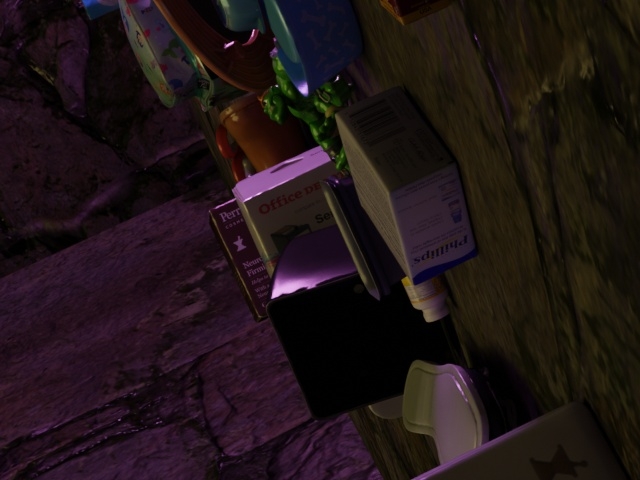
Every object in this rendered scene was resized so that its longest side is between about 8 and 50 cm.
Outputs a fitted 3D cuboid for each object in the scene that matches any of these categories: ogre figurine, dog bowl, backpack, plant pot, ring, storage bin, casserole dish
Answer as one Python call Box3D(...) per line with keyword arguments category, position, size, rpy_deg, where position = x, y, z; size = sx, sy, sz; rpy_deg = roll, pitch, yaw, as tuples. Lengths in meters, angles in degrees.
Box3D(category="ogre figurine", position=(-0.002, -0.152, 1.777), size=(0.118, 0.097, 0.197), rpy_deg=(46, -170, 23))
Box3D(category="dog bowl", position=(-0.045, -0.290, 1.653), size=(0.297, 0.074, 0.166), rpy_deg=(62, 174, 22))
Box3D(category="backpack", position=(-0.178, -0.302, 2.319), size=(0.225, 0.191, 0.253), rpy_deg=(63, 179, 8))
Box3D(category="plant pot", position=(0.045, 0.073, 1.923), size=(0.167, 0.187, 0.188), rpy_deg=(-100, -10, -58))
Box3D(category="ring", position=(-0.129, -0.323, 1.807), size=(0.336, 0.032, 0.336), rpy_deg=(48, -153, -35))
Box3D(category="storage bin", position=(0.069, -0.019, 1.677), size=(0.098, 0.091, 0.135), rpy_deg=(-147, 34, -79))
Box3D(category="casserole dish", position=(-0.112, -0.297, 1.681), size=(0.114, 0.037, 0.188), rpy_deg=(120, 125, -83))

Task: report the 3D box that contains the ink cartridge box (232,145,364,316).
Box3D(category="ink cartridge box", position=(0.000, 0.000, 2.059), size=(0.093, 0.154, 0.212), rpy_deg=(-133, 20, -73))

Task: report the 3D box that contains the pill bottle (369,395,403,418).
Box3D(category="pill bottle", position=(0.071, 0.154, 2.253), size=(0.208, 0.118, 0.117), rpy_deg=(57, 170, 52))

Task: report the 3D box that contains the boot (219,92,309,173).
Box3D(category="boot", position=(-0.049, -0.082, 2.303), size=(0.283, 0.109, 0.220), rpy_deg=(64, -175, -71))

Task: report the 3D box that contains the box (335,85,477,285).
Box3D(category="box", position=(0.082, -0.052, 1.516), size=(0.137, 0.072, 0.126), rpy_deg=(72, 170, -47))

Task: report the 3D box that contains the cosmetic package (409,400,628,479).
Box3D(category="cosmetic package", position=(0.158, 0.399, 1.468), size=(0.393, 0.327, 0.329), rpy_deg=(82, 162, -68))

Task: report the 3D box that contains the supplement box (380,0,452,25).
Box3D(category="supplement box", position=(0.060, -0.210, 1.190), size=(0.055, 0.043, 0.083), rpy_deg=(-123, 10, -61))

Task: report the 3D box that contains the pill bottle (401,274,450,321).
Box3D(category="pill bottle", position=(0.114, 0.047, 1.779), size=(0.083, 0.043, 0.043), rpy_deg=(66, 174, -10))

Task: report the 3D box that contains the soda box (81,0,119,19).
Box3D(category="soda box", position=(-0.292, -0.434, 2.586), size=(0.071, 0.210, 0.067), rpy_deg=(101, 143, -81))

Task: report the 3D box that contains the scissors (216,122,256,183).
Box3D(category="scissors", position=(-0.100, -0.158, 2.433), size=(0.109, 0.021, 0.297), rpy_deg=(65, -161, -13))

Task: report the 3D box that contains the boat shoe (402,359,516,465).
Box3D(category="boat shoe", position=(0.164, 0.183, 1.715), size=(0.302, 0.091, 0.114), rpy_deg=(-133, 51, -77))

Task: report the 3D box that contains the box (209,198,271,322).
Box3D(category="box", position=(-0.075, 0.014, 2.722), size=(0.203, 0.168, 0.167), rpy_deg=(64, 174, 3))
